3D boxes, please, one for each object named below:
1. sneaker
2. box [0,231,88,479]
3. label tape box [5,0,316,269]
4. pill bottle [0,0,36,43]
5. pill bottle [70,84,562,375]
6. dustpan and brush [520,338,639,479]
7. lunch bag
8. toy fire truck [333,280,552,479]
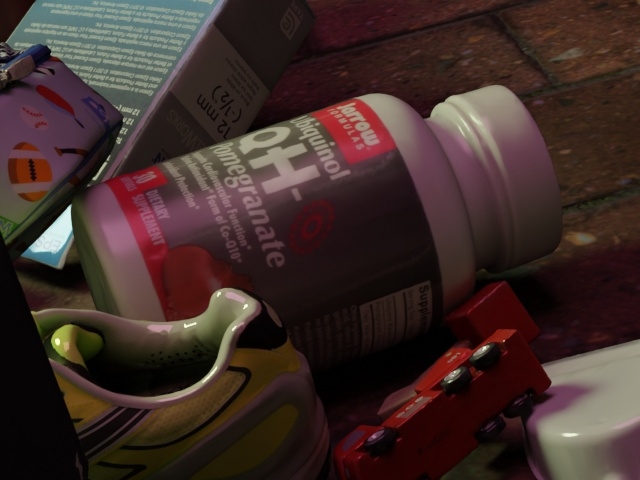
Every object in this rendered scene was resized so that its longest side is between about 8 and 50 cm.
[{"bbox_3d":[-0.191,0.112,1.102,0.385,0.147,0.145,-12,33,-6],"label":"sneaker"},{"bbox_3d":[-0.281,0.175,0.804,0.312,0.179,0.343,-11,35,3],"label":"box"},{"bbox_3d":[-0.197,-0.113,1.643,0.249,0.115,0.347,12,64,42],"label":"label tape box"},{"bbox_3d":[-0.364,-0.290,1.801,0.224,0.392,0.224,-11,26,5],"label":"pill bottle"},{"bbox_3d":[0.000,0.000,1.270,0.318,0.176,0.176,-19,26,-13],"label":"pill bottle"},{"bbox_3d":[0.176,0.130,1.070,0.147,0.060,0.211,-16,16,24],"label":"dustpan and brush"},{"bbox_3d":[-0.273,-0.007,1.264,0.303,0.115,0.243,-45,5,18],"label":"lunch bag"},{"bbox_3d":[0.077,0.098,1.157,0.192,0.047,0.135,-37,10,-18],"label":"toy fire truck"}]
